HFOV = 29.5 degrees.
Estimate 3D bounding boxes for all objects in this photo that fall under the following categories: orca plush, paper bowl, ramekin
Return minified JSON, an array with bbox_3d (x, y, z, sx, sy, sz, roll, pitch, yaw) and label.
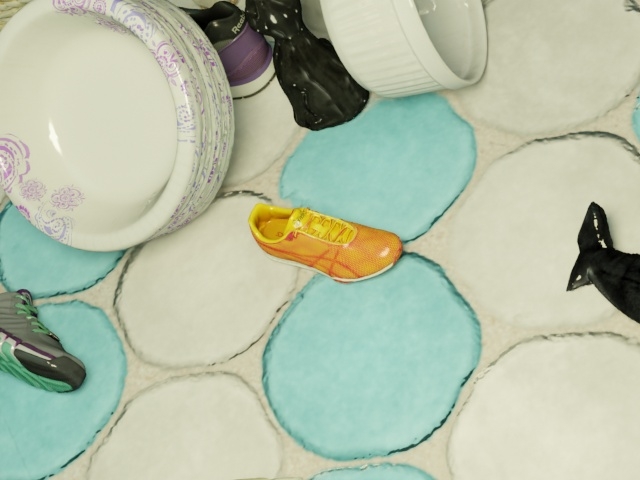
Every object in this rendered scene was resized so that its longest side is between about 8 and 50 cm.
[{"bbox_3d":[0.337,0.029,1.031,0.151,0.102,0.287,-46,50,-9],"label":"orca plush"},{"bbox_3d":[-0.224,-0.138,1.349,0.284,0.148,0.284,6,104,24],"label":"paper bowl"},{"bbox_3d":[0.085,-0.250,1.292,0.109,0.207,0.207,-14,52,28],"label":"ramekin"}]

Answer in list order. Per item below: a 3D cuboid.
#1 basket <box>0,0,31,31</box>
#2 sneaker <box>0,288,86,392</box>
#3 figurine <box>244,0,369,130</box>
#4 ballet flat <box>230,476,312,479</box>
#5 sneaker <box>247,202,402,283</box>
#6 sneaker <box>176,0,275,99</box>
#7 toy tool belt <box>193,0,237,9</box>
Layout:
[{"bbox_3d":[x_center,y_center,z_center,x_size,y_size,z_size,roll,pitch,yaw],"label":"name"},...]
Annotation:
[{"bbox_3d":[-0.477,-0.481,1.670,0.331,0.266,0.328,1,59,34],"label":"basket"},{"bbox_3d":[-0.330,0.095,1.337,0.224,0.083,0.098,13,60,33],"label":"sneaker"},{"bbox_3d":[-0.024,-0.267,1.348,0.092,0.209,0.214,-14,53,18],"label":"figurine"},{"bbox_3d":[-0.002,0.256,1.071,0.248,0.086,0.086,17,67,33],"label":"ballet flat"},{"bbox_3d":[0.000,0.000,1.245,0.175,0.067,0.064,7,60,28],"label":"sneaker"},{"bbox_3d":[-0.200,-0.232,1.468,0.283,0.124,0.107,-8,54,22],"label":"sneaker"},{"bbox_3d":[-0.138,-0.321,1.556,0.083,0.052,0.051,25,40,34],"label":"toy tool belt"}]
